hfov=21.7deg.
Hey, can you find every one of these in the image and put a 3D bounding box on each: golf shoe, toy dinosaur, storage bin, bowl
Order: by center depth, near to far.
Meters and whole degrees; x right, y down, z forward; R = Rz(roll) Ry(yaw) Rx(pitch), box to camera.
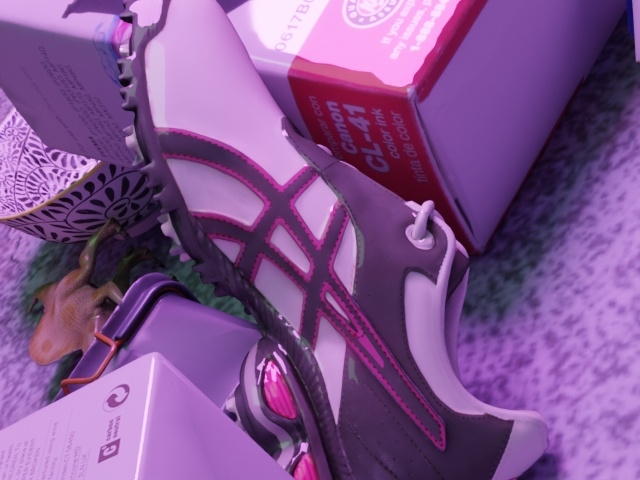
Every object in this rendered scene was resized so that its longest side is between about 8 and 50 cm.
[{"bbox_3d":[0.000,0.000,0.720,0.120,0.105,0.273,-25,78,11],"label":"golf shoe"},{"bbox_3d":[-0.067,0.087,0.794,0.091,0.098,0.135,9,57,41],"label":"storage bin"},{"bbox_3d":[-0.139,0.033,0.975,0.092,0.053,0.183,-46,31,-3],"label":"toy dinosaur"},{"bbox_3d":[-0.131,-0.053,1.046,0.170,0.080,0.170,-29,34,21],"label":"bowl"}]

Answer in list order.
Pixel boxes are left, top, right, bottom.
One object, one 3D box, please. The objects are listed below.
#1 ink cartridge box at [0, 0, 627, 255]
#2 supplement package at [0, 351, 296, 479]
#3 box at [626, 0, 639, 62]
[{"bbox_3d":[-0.010,-0.141,0.885,0.306,0.131,0.226,15,62,32],"label":"ink cartridge box"},{"bbox_3d":[-0.104,0.213,0.564,0.262,0.198,0.199,-28,34,24],"label":"supplement package"},{"bbox_3d":[0.193,-0.129,0.775,0.136,0.028,0.081,-6,86,44],"label":"box"}]
